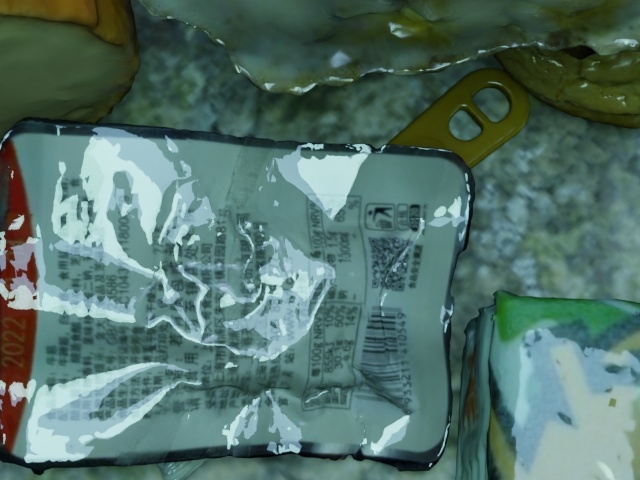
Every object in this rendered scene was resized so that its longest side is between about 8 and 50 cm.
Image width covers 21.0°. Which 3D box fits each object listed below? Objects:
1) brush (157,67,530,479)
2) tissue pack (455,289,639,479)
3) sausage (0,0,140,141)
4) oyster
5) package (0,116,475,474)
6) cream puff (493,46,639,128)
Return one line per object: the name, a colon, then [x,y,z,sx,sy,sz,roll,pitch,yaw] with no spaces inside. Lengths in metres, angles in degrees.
brush: [0.000,0.000,0.871,0.272,0.013,0.103,-39,79,-12]
tissue pack: [0.169,0.188,0.760,0.227,0.128,0.311,5,74,-3]
sausage: [-0.214,-0.187,0.809,0.233,0.233,0.287,-9,73,-4]
oyster: [0.089,-0.165,0.753,0.396,0.111,0.204,-19,86,-13]
package: [-0.040,0.028,0.822,0.231,0.040,0.166,1,89,-10]
cream puff: [0.163,-0.144,0.859,0.189,0.129,0.189,-1,74,2]
